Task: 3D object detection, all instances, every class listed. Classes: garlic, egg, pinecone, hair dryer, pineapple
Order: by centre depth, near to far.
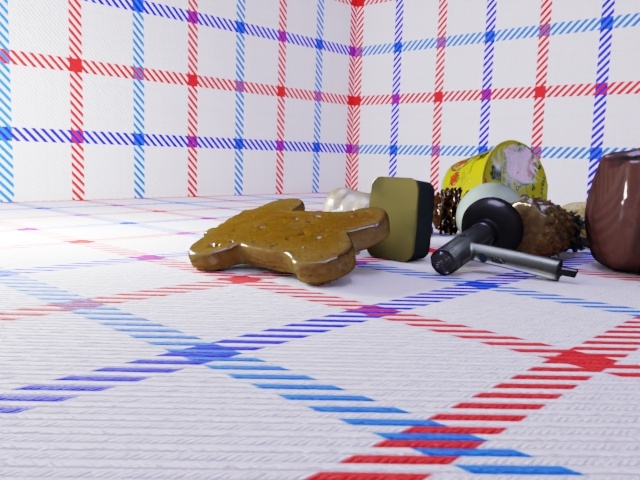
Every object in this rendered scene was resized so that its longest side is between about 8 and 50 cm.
[{"bbox_3d":[0.422,0.040,1.454,0.284,0.156,0.320,25,28,16],"label":"hair dryer"},{"bbox_3d":[0.623,-0.026,1.680,0.340,0.169,0.169,4,4,-39],"label":"pineapple"},{"bbox_3d":[0.112,-0.061,1.777,0.227,0.152,0.228,15,-4,1],"label":"garlic"},{"bbox_3d":[0.476,-0.070,1.810,0.182,0.183,0.264,6,15,31],"label":"egg"},{"bbox_3d":[0.453,-0.099,2.107,0.165,0.163,0.163,-2,8,-8],"label":"pinecone"}]

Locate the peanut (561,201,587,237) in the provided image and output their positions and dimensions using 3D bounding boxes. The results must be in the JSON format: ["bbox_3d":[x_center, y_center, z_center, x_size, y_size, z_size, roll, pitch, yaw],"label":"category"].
[{"bbox_3d":[0.816,-0.045,1.885,0.153,0.140,0.325,-22,16,-28],"label":"peanut"}]

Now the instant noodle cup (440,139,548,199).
[{"bbox_3d":[0.603,-0.177,2.284,0.325,0.326,0.254,-3,-1,-31],"label":"instant noodle cup"}]

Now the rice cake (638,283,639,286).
[{"bbox_3d":[0.703,0.078,1.192,0.069,0.063,0.206,0,8,-25],"label":"rice cake"}]

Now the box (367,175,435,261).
[{"bbox_3d":[0.198,-0.053,1.570,0.144,0.201,0.090,7,5,42],"label":"box"}]

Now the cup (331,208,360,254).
[{"bbox_3d":[0.067,-0.019,1.628,0.099,0.074,0.102,42,-12,-37],"label":"cup"}]

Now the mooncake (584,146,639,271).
[{"bbox_3d":[0.720,-0.077,1.466,0.174,0.334,0.326,2,47,11],"label":"mooncake"}]

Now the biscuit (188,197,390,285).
[{"bbox_3d":[-0.059,-0.001,1.412,0.394,0.076,0.368,4,23,29],"label":"biscuit"}]
